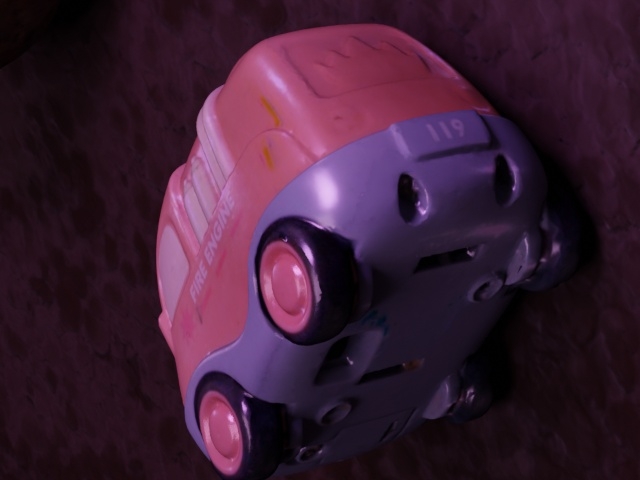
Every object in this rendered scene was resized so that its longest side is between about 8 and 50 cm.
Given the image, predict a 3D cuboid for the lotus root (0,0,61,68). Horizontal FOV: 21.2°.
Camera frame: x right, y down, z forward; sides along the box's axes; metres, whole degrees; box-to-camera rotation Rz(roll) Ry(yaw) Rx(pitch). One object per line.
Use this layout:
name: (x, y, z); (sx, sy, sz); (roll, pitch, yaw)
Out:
lotus root: (-0.285, -0.232, 1.274); (0.272, 0.192, 0.272); (44, 146, 42)

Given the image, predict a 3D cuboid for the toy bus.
toy bus: (0.000, 0.000, 1.047); (0.232, 0.194, 0.287); (56, 142, 27)
